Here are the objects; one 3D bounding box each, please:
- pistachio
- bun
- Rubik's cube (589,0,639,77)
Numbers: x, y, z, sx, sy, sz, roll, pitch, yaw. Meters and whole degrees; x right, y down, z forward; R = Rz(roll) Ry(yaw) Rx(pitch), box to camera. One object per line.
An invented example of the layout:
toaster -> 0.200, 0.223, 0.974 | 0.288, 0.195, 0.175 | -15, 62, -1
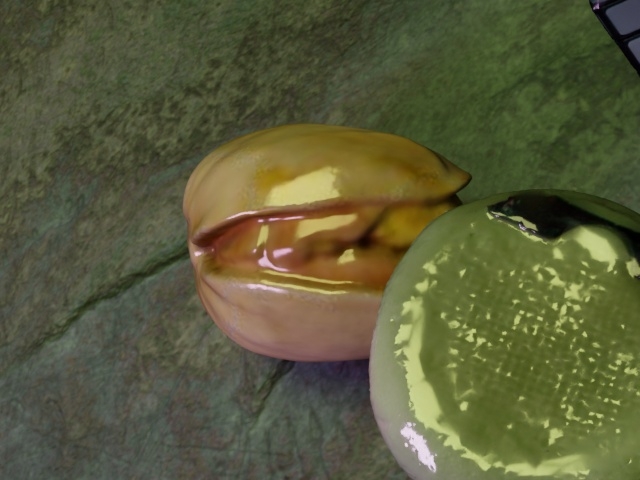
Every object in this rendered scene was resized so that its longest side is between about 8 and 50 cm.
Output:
pistachio -> 0.000, 0.000, 1.702 | 0.309, 0.230, 0.230 | -3, 57, 31
bun -> 0.185, 0.110, 1.494 | 0.293, 0.187, 0.293 | -5, 63, 9
Rubik's cube -> 0.332, -0.251, 1.665 | 0.161, 0.163, 0.162 | -23, 49, 23
